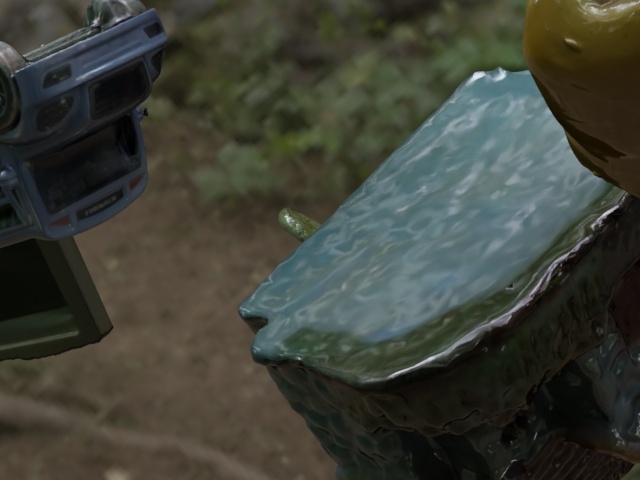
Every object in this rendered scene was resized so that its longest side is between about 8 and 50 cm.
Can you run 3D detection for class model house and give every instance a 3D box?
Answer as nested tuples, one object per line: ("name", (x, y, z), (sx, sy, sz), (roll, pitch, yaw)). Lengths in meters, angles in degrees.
("model house", (0.175, 0.104, 1.479), (0.297, 0.339, 0.360), (5, 44, 50))

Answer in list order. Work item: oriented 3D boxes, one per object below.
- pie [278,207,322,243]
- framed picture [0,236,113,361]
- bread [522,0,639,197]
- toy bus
("pie", (0.000, 0.000, 1.653), (0.017, 0.085, 0.085), (-56, 20, 8))
("framed picture", (-0.259, -0.005, 1.085), (0.265, 0.192, 0.018), (-13, 22, 27))
("bread", (0.162, -0.101, 0.917), (0.085, 0.173, 0.134), (26, 83, 25))
("toy bus", (-0.120, -0.034, 0.726), (0.167, 0.076, 0.073), (-14, 13, 45))
